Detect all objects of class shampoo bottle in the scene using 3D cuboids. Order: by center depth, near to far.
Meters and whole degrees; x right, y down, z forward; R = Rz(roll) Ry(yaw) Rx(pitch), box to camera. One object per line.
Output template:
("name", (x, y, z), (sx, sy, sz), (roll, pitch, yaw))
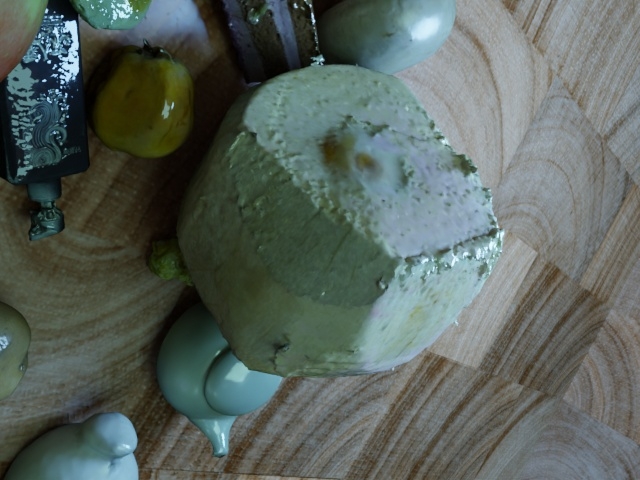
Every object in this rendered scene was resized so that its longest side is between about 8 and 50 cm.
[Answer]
("shampoo bottle", (-0.312, -0.151, 0.789), (0.098, 0.071, 0.310), (-23, 128, -43))

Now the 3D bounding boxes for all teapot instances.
("teapot", (-0.096, 0.168, 1.129), (0.318, 0.149, 0.220), (-33, 134, -28))

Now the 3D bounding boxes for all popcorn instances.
("popcorn", (-0.203, 0.030, 1.011), (0.068, 0.060, 0.083), (-25, 133, 19))

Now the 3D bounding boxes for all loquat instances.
("loquat", (-0.209, -0.163, 0.846), (0.113, 0.137, 0.137), (-4, 115, -60))

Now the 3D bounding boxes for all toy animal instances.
("toy animal", (-0.272, 0.402, 0.932), (0.196, 0.367, 0.241), (13, 114, -45))

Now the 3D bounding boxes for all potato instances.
("potato", (-0.393, 0.123, 0.837), (0.112, 0.112, 0.147), (-38, 142, -24))

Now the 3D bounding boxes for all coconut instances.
("coconut", (0.000, 0.000, 0.961), (0.404, 0.404, 0.405), (-24, 127, -35))

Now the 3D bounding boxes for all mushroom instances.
("mushroom", (0.087, -0.324, 1.003), (0.206, 0.206, 0.209), (-26, 128, -34))

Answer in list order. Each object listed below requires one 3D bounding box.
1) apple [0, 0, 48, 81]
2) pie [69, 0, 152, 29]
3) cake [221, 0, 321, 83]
("apple", (-0.368, -0.222, 0.520), (0.277, 0.319, 0.319), (-27, 136, 4))
("pie", (-0.224, -0.309, 0.747), (0.187, 0.041, 0.187), (1, 90, -73))
("cake", (-0.068, -0.327, 0.910), (0.295, 0.115, 0.113), (81, 9, -46))
